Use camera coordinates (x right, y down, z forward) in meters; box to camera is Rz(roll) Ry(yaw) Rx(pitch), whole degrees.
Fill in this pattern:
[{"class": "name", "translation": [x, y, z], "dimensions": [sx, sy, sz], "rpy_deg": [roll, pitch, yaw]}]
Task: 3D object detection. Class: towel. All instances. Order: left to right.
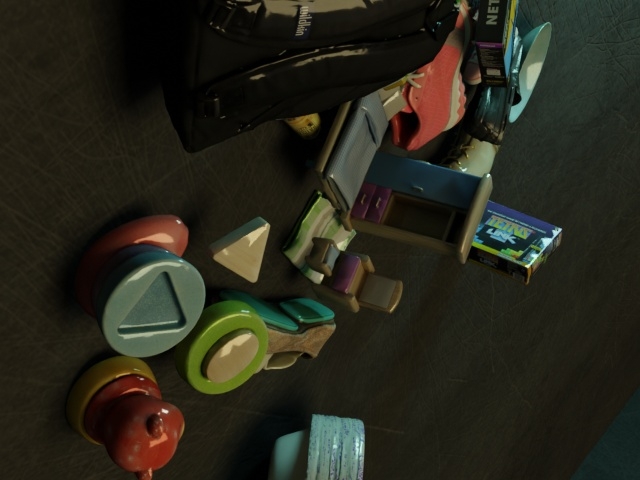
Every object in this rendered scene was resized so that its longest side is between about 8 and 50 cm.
[{"class": "towel", "translation": [0.000, 0.000, 1.768], "dimensions": [0.113, 0.023, 0.152], "rpy_deg": [-61, 152, -9]}]

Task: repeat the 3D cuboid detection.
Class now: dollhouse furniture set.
[{"class": "dollhouse furniture set", "translation": [0.103, -0.069, 1.634], "dimensions": [0.303, 0.198, 0.286], "rpy_deg": [63, 46, -62]}]

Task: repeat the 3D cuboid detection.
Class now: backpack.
[{"class": "backpack", "translation": [-0.006, -0.279, 1.292], "dimensions": [0.355, 0.273, 0.290], "rpy_deg": [-9, 132, -18]}]

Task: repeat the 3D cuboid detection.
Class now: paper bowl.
[{"class": "paper bowl", "translation": [-0.016, 0.426, 1.876], "dimensions": [0.284, 0.148, 0.284], "rpy_deg": [-174, -90, -89]}]

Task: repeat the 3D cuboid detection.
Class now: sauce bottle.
[{"class": "sauce bottle", "translation": [-0.019, -0.162, 1.585], "dimensions": [0.042, 0.042, 0.128], "rpy_deg": [-62, 151, -5]}]

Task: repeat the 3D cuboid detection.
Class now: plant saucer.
[{"class": "plant saucer", "translation": [0.371, -0.314, 2.120], "dimensions": [0.195, 0.037, 0.195], "rpy_deg": [-56, 160, -33]}]

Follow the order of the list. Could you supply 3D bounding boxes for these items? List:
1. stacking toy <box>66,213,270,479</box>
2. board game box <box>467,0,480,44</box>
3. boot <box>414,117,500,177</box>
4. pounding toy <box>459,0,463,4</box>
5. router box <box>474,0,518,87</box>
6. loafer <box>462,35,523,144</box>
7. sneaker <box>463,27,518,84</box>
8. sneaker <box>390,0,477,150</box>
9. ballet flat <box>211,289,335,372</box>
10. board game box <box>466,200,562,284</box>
[{"class": "stacking toy", "translation": [-0.156, 0.127, 1.401], "dimensions": [0.279, 0.130, 0.309], "rpy_deg": [-14, 125, -32]}, {"class": "board game box", "translation": [0.234, -0.375, 1.832], "dimensions": [0.194, 0.060, 0.194], "rpy_deg": [-40, 143, -39]}, {"class": "boot", "translation": [0.236, -0.146, 2.003], "dimensions": [0.213, 0.077, 0.165], "rpy_deg": [25, 81, -48]}, {"class": "pounding toy", "translation": [0.131, -0.382, 1.449], "dimensions": [0.237, 0.110, 0.183], "rpy_deg": [161, -64, -73]}, {"class": "router box", "translation": [0.267, -0.338, 1.725], "dimensions": [0.133, 0.046, 0.179], "rpy_deg": [59, 38, -66]}, {"class": "loafer", "translation": [0.312, -0.262, 1.998], "dimensions": [0.076, 0.078, 0.223], "rpy_deg": [-35, -151, 59]}, {"class": "sneaker", "translation": [0.279, -0.334, 1.960], "dimensions": [0.134, 0.051, 0.070], "rpy_deg": [-52, 136, -10]}, {"class": "sneaker", "translation": [0.153, -0.258, 1.728], "dimensions": [0.136, 0.116, 0.314], "rpy_deg": [-46, 147, -29]}, {"class": "ballet flat", "translation": [-0.073, 0.141, 1.674], "dimensions": [0.316, 0.107, 0.106], "rpy_deg": [13, 107, -60]}, {"class": "board game box", "translation": [0.361, 0.001, 2.235], "dimensions": [0.141, 0.170, 0.048], "rpy_deg": [-44, 144, -36]}]
